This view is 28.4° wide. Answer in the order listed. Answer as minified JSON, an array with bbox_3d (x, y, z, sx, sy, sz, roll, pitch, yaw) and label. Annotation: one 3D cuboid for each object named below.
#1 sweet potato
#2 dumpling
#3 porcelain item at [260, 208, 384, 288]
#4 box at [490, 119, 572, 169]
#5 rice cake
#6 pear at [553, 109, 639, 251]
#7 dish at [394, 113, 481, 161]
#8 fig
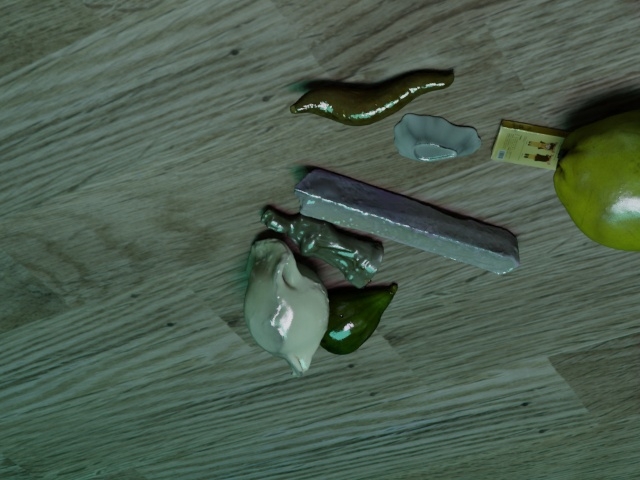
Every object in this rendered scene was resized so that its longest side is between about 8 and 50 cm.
[{"bbox_3d":[0.081,-0.209,1.896,0.249,0.059,0.069,-7,124,10],"label":"sweet potato"},{"bbox_3d":[-0.073,0.109,2.203,0.147,0.193,0.258,-20,118,-24],"label":"dumpling"},{"bbox_3d":[0.000,0.000,2.142,0.215,0.069,0.081,27,140,-13],"label":"porcelain item"},{"bbox_3d":[0.343,-0.144,1.952,0.149,0.020,0.073,10,138,-3],"label":"box"},{"bbox_3d":[0.141,-0.030,2.076,0.399,0.070,0.064,18,138,-10],"label":"rice cake"},{"bbox_3d":[0.474,-0.087,1.857,0.269,0.212,0.212,13,138,-6],"label":"pear"},{"bbox_3d":[0.180,-0.147,1.959,0.137,0.039,0.091,6,138,4],"label":"dish"},{"bbox_3d":[0.064,0.135,2.256,0.177,0.117,0.117,-28,128,20],"label":"fig"}]
